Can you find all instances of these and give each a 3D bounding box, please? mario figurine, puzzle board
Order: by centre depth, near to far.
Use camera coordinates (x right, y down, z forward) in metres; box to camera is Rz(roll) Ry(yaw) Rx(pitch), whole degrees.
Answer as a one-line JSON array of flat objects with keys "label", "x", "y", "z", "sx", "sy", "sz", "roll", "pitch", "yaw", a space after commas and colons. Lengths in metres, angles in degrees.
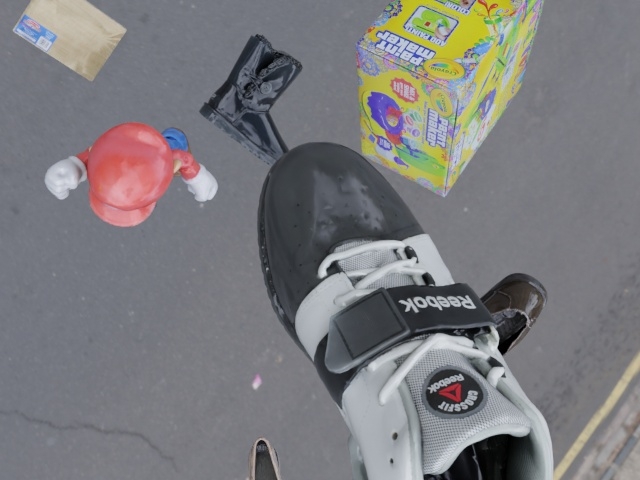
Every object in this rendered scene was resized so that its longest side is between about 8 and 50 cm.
[{"label": "puzzle board", "x": -0.364, "y": -0.307, "z": 1.042, "sx": 0.128, "sy": 0.011, "sz": 0.096, "roll": 32, "pitch": 105, "yaw": -29}, {"label": "mario figurine", "x": -0.279, "y": -0.089, "z": 1.081, "sx": 0.198, "sy": 0.320, "sz": 0.170, "roll": -28, "pitch": 105, "yaw": 4}]

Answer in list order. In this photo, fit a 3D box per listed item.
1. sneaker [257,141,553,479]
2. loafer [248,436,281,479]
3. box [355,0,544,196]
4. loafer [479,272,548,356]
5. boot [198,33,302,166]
[{"label": "sneaker", "x": 0.060, "y": 0.072, "z": 0.410, "sx": 0.122, "sy": 0.330, "sz": 0.146, "roll": -17, "pitch": 166, "yaw": -18}, {"label": "loafer", "x": -0.054, "y": 0.262, "z": 0.726, "sx": 0.045, "sy": 0.125, "sz": 0.039, "roll": -10, "pitch": 143, "yaw": -7}, {"label": "box", "x": 0.209, "y": -0.279, "z": 1.165, "sx": 0.279, "sy": 0.177, "sz": 0.290, "roll": -53, "pitch": 161, "yaw": -20}, {"label": "loafer", "x": 0.188, "y": 0.129, "z": 0.888, "sx": 0.220, "sy": 0.080, "sz": 0.078, "roll": -55, "pitch": 174, "yaw": 31}, {"label": "boot", "x": -0.099, "y": -0.279, "z": 1.474, "sx": 0.246, "sy": 0.094, "sz": 0.207, "roll": 35, "pitch": 98, "yaw": -32}]
